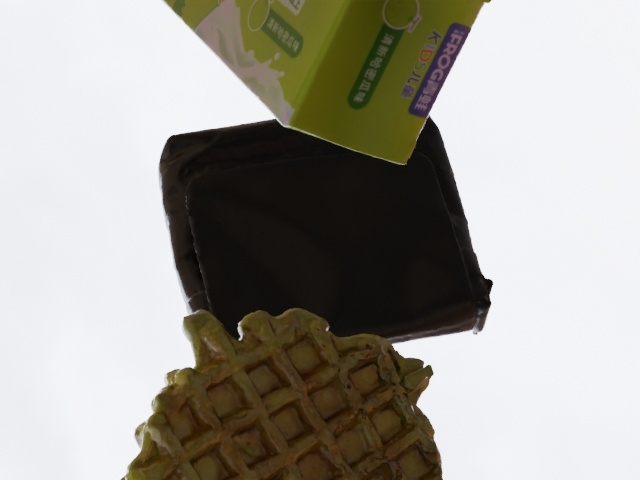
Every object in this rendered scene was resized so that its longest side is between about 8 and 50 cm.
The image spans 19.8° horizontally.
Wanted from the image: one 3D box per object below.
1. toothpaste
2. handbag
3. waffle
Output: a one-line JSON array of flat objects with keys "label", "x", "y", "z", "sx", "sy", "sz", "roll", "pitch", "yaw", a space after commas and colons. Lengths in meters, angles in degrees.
[{"label": "toothpaste", "x": -0.027, "y": -0.159, "z": 0.984, "sx": 0.077, "sy": 0.110, "sz": 0.327, "roll": 15, "pitch": -161, "yaw": -32}, {"label": "handbag", "x": 0.000, "y": 0.000, "z": 1.506, "sx": 0.246, "sy": 0.080, "sz": 0.223, "roll": -9, "pitch": -122, "yaw": -7}, {"label": "waffle", "x": -0.019, "y": 0.162, "z": 1.248, "sx": 0.237, "sy": 0.058, "sz": 0.243, "roll": 26, "pitch": -120, "yaw": -25}]
